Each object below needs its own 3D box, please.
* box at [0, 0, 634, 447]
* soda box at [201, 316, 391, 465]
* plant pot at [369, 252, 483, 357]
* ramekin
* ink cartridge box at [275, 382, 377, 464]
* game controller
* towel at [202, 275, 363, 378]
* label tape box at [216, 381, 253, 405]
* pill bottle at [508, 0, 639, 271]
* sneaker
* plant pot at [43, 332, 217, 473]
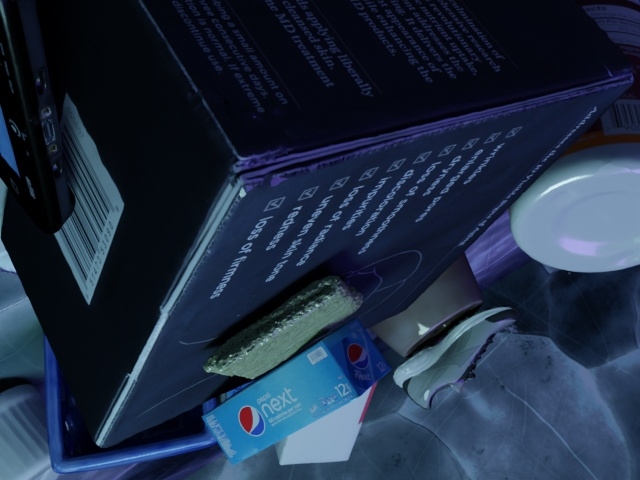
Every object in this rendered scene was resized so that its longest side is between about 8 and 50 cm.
[{"bbox_3d":[-0.033,-0.078,0.789,0.472,0.297,0.480,-17,156,-37],"label":"box"},{"bbox_3d":[-0.030,0.163,0.798,0.210,0.067,0.071,-36,174,36],"label":"soda box"},{"bbox_3d":[0.162,0.061,1.466,0.323,0.280,0.323,-31,160,-12],"label":"plant pot"},{"bbox_3d":[-0.532,0.376,1.209,0.277,0.135,0.277,-45,172,-8],"label":"ramekin"},{"bbox_3d":[-0.021,0.195,1.295,0.131,0.306,0.226,3,127,-17],"label":"ink cartridge box"},{"bbox_3d":[-0.238,-0.131,0.531,0.067,0.166,0.319,-24,158,-23],"label":"game controller"},{"bbox_3d":[-0.032,0.083,0.703,0.148,0.027,0.110,-34,161,6],"label":"towel"},{"bbox_3d":[-0.118,0.143,1.194,0.115,0.249,0.348,2,173,-16],"label":"label tape box"},{"bbox_3d":[0.345,-0.176,0.981,0.224,0.392,0.224,3,145,2],"label":"pill bottle"},{"bbox_3d":[0.273,0.220,1.437,0.272,0.108,0.100,-38,159,5],"label":"sneaker"},{"bbox_3d":[-0.284,0.229,1.160,0.236,0.235,0.212,-8,160,-10],"label":"plant pot"}]
